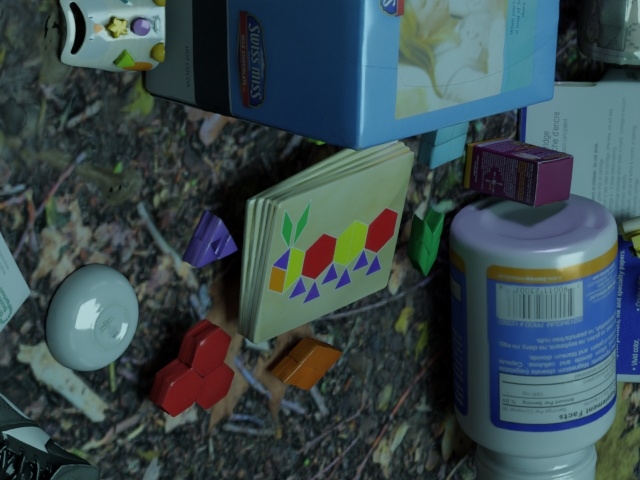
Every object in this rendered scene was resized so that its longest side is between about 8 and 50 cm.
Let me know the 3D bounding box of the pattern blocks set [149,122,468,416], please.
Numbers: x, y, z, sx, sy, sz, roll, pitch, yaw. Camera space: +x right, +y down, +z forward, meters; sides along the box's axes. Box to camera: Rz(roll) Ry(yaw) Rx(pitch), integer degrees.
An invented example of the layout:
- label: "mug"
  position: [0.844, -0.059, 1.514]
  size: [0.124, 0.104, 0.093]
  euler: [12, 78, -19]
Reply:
- label: "pattern blocks set"
  position: [0.000, 0.000, 1.608]
  size: [0.325, 0.026, 0.285]
  euler: [-13, 126, -49]

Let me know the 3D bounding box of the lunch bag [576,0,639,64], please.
- label: "lunch bag"
  position: [0.334, -0.282, 1.810]
  size: [0.287, 0.169, 0.235]
  euler: [-8, 110, -51]

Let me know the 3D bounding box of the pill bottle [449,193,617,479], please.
- label: "pill bottle"
  position: [0.197, 0.104, 1.809]
  size: [0.152, 0.152, 0.272]
  euler: [-26, 122, -40]

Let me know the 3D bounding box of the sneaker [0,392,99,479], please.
- label: "sneaker"
  position: [-0.204, 0.162, 1.362]
  size: [0.078, 0.106, 0.234]
  euler: [-59, 158, -12]

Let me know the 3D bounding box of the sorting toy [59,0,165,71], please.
- label: "sorting toy"
  position: [-0.152, -0.155, 1.416]
  size: [0.075, 0.045, 0.083]
  euler: [-9, 111, -26]

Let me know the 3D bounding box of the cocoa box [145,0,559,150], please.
- label: "cocoa box"
  position: [0.027, -0.267, 1.424]
  size: [0.231, 0.228, 0.347]
  euler: [-17, 116, -44]

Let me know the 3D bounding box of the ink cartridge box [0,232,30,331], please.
- label: "ink cartridge box"
  position: [-0.319, 0.115, 1.259]
  size: [0.333, 0.065, 0.165]
  euler: [-56, 162, -21]

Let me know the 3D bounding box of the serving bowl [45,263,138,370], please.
- label: "serving bowl"
  position: [-0.166, 0.061, 1.482]
  size: [0.083, 0.027, 0.083]
  euler: [-21, 120, -43]

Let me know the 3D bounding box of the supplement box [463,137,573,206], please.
- label: "supplement box"
  position: [0.179, -0.062, 1.780]
  size: [0.055, 0.083, 0.043]
  euler: [-11, 112, -45]

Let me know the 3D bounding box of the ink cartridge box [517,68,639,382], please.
- label: "ink cartridge box"
  position: [0.337, -0.012, 1.887]
  size: [0.072, 0.307, 0.303]
  euler: [-76, 168, -70]

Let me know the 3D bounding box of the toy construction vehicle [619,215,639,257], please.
- label: "toy construction vehicle"
  position: [0.288, 0.031, 1.851]
  size: [0.035, 0.086, 0.098]
  euler: [-81, 155, -70]
